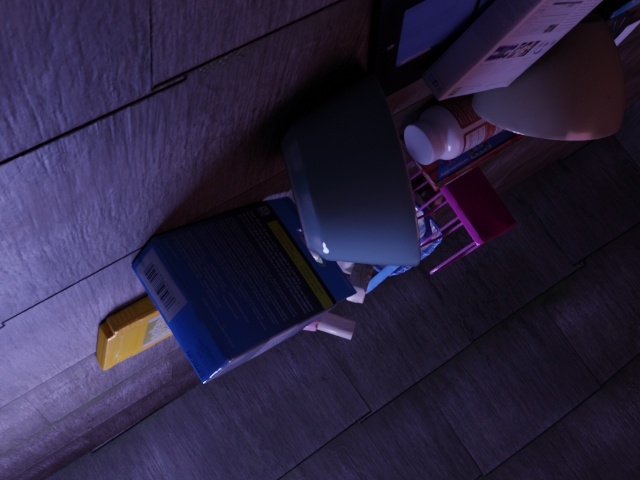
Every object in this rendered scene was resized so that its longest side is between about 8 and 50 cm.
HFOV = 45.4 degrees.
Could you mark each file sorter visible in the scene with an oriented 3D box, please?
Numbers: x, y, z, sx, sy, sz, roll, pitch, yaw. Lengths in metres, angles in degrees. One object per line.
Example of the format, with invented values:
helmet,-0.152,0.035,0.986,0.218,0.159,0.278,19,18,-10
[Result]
file sorter,0.280,-0.093,1.810,0.182,0.290,0.202,-39,169,37

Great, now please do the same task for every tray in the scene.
tray,0.715,-0.506,1.994,0.270,0.030,0.145,-29,167,-25

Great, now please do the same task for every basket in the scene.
basket,0.200,-0.002,2.077,0.255,0.201,0.289,-40,-158,25

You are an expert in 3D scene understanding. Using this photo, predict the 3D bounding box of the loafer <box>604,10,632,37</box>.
loafer,0.577,-0.463,1.651,0.303,0.095,0.109,-30,159,-42

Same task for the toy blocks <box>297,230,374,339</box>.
toy blocks,0.000,0.000,1.676,0.288,0.260,0.308,-67,173,-52

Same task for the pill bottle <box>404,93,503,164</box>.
pill bottle,0.286,-0.245,1.610,0.216,0.121,0.121,-29,168,-22

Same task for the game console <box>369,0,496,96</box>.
game console,0.225,-0.360,1.096,0.342,0.060,0.386,-34,169,-6

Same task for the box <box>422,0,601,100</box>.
box,0.333,-0.348,1.183,0.232,0.058,0.322,-21,165,-46

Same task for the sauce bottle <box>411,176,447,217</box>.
sauce bottle,0.296,-0.114,2.229,0.344,0.111,0.111,-42,167,34

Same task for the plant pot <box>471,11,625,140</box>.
plant pot,0.439,-0.330,1.434,0.284,0.284,0.190,-26,131,-38

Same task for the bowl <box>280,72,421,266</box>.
bowl,0.036,-0.090,1.193,0.163,0.311,0.311,-14,168,-2

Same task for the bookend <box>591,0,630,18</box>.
bookend,0.583,-0.514,1.456,0.156,0.072,0.157,-35,169,-3

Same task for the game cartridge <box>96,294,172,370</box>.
game cartridge,-0.340,0.164,1.700,0.324,0.052,0.285,-30,168,-27

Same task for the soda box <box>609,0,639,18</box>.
soda box,0.676,-0.547,1.602,0.210,0.067,0.071,-31,169,-20

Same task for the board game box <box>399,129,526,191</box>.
board game box,0.324,-0.235,1.700,0.281,0.145,0.027,-31,166,-18

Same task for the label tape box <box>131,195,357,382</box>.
label tape box,-0.130,0.074,1.404,0.348,0.249,0.115,-22,163,-48
